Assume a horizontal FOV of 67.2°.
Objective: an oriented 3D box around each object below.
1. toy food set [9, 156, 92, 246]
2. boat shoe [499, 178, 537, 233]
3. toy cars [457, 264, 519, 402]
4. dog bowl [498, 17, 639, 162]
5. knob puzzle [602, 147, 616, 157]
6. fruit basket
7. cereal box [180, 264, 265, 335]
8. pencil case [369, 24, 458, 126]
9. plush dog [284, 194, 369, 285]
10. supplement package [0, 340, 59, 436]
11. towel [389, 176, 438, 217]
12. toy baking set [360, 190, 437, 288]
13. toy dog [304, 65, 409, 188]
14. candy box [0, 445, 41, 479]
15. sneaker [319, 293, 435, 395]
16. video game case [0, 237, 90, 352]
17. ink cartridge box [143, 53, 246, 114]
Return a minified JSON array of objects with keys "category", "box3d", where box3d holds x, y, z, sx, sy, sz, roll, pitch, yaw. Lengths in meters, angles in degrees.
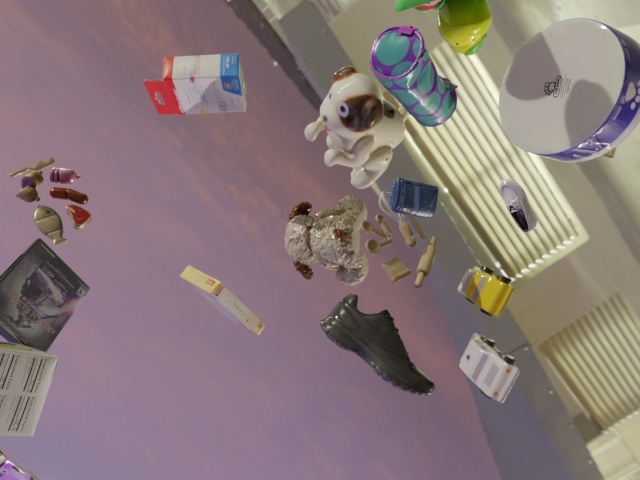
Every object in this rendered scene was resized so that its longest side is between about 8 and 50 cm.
[{"category":"toy food set","box3d":[-0.329,-0.056,0.600,0.122,0.077,0.019,48,145,11]},{"category":"boat shoe","box3d":[0.616,-0.105,1.516,0.063,0.066,0.184,-39,-75,-40]},{"category":"toy cars","box3d":[0.368,0.190,1.125,0.087,0.177,0.394,23,-131,-8]},{"category":"dog bowl","box3d":[0.498,-0.296,0.967,0.104,0.265,0.265,3,-138,-33]},{"category":"knob puzzle","box3d":[0.581,-0.284,1.044,0.213,0.213,0.030,51,-179,-13]},{"category":"fruit basket","box3d":[0.428,-0.742,1.483,0.392,0.391,0.283,51,-150,-13]},{"category":"cereal box","box3d":[-0.284,0.177,1.408,0.172,0.047,0.240,19,153,42]},{"category":"pencil case","box3d":[0.119,-0.195,0.586,0.064,0.070,0.151,42,-168,29]},{"category":"plush dog","box3d":[0.000,0.000,1.357,0.210,0.225,0.263,6,-99,-63]},{"category":"supplement package","box3d":[-0.641,0.256,0.880,0.203,0.194,0.150,31,-113,-50]},{"category":"towel","box3d":[0.185,-0.082,0.942,0.119,0.067,0.029,6,-179,-40]},{"category":"toy baking set","box3d":[0.192,-0.015,1.107,0.196,0.030,0.256,43,-131,-8]},{"category":"toy dog","box3d":[0.145,-0.403,1.660,0.285,0.395,0.408,69,-166,18]},{"category":"candy box","box3d":[-0.595,0.456,0.808,0.070,0.196,0.165,29,144,23]},{"category":"sneaker","box3d":[0.139,0.227,1.055,0.286,0.130,0.109,37,170,7]},{"category":"video game case","box3d":[-0.715,0.143,1.217,0.196,0.026,0.274,58,-162,-28]},{"category":"ink cartridge box","box3d":[-0.310,-0.391,1.216,0.134,0.230,0.078,91,175,-66]}]
